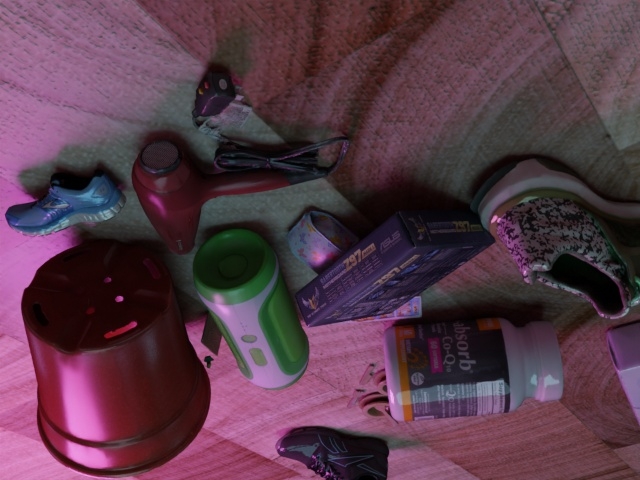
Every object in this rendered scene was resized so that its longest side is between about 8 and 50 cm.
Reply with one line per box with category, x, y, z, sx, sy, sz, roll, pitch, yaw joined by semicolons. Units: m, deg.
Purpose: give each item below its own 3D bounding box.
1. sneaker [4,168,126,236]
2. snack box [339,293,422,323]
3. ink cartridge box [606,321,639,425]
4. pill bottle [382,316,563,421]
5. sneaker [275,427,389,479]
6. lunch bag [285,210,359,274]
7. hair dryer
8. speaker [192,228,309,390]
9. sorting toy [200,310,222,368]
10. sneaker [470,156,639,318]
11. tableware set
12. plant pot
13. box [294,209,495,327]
sneaker;-0.338;-0.058;0.967;0.162;0.063;0.073;-14;123;9
snack box;0.075;0.108;1.212;0.178;0.022;0.064;-5;141;5
ink cartridge box;0.736;0.215;1.321;0.384;0.091;0.308;-17;140;21
pill bottle;0.249;0.211;1.240;0.278;0.162;0.162;-7;142;5
sneaker;0.031;0.481;1.629;0.267;0.106;0.101;12;142;-15
lunch bag;0.000;0.000;1.044;0.083;0.053;0.071;37;134;-6
hair dryer;-0.124;-0.064;0.935;0.223;0.080;0.293;26;135;-32
speaker;-0.097;0.113;1.125;0.131;0.131;0.297;-7;142;7
sorting toy;-0.183;0.167;1.229;0.012;0.083;0.062;-4;144;20
sneaker;0.390;0.042;1.006;0.410;0.182;0.158;16;139;-22
tableware set;0.134;0.310;1.462;0.128;0.039;0.194;7;142;-11
plant pot;-0.306;0.161;1.091;0.272;0.272;0.265;0;135;-3
box;0.102;0.039;1.038;0.183;0.059;0.232;-4;152;-44
